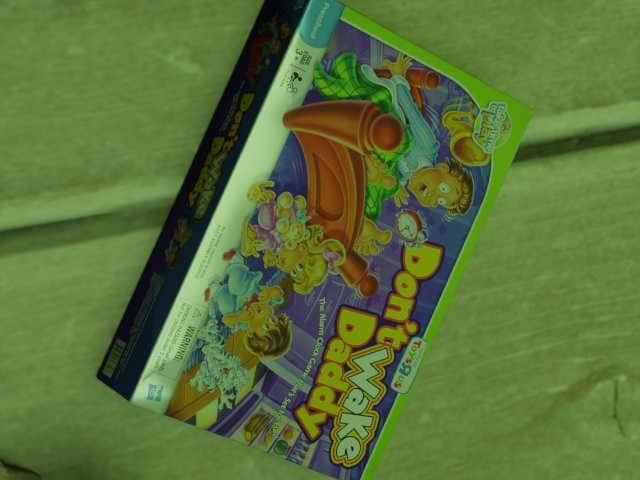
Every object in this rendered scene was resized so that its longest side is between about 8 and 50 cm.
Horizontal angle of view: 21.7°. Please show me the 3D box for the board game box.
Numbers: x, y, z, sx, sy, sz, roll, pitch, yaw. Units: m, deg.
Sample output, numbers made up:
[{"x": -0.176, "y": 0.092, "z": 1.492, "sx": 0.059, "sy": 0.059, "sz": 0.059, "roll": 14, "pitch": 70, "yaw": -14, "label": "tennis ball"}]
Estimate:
[{"x": 0.000, "y": 0.000, "z": 1.351, "sx": 0.233, "sy": 0.078, "sz": 0.347, "roll": 24, "pitch": 89, "yaw": -29, "label": "board game box"}]

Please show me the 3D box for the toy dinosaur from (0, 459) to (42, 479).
[{"x": -0.333, "y": 0.185, "z": 1.201, "sx": 0.296, "sy": 0.127, "sz": 0.200, "roll": -27, "pitch": 82, "yaw": -35, "label": "toy dinosaur"}]
